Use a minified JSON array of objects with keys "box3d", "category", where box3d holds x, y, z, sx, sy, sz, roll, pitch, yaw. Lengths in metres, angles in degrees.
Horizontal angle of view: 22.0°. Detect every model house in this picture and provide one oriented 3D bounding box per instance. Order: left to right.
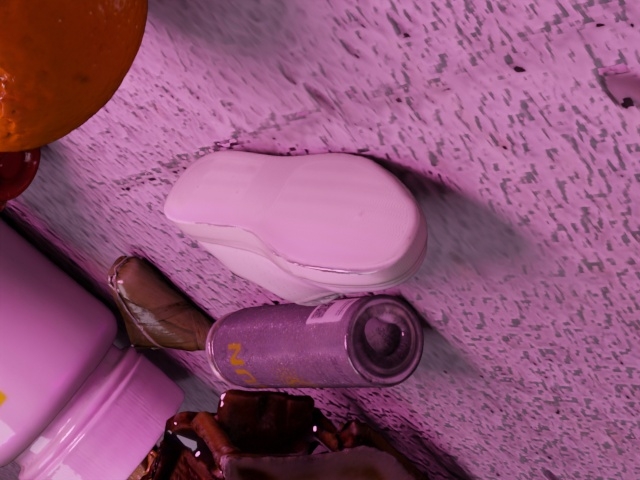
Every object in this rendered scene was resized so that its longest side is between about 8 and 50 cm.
[{"box3d":[-0.005,0.263,1.570,0.282,0.317,0.297,-156,67,-63],"category":"model house"}]

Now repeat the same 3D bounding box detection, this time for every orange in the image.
[{"box3d":[-0.212,-0.162,1.040,0.219,0.193,0.219,19,130,25],"category":"orange"}]

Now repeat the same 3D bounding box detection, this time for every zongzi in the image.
[{"box3d":[-0.140,0.063,1.550,0.113,0.052,0.104,8,139,27],"category":"zongzi"}]

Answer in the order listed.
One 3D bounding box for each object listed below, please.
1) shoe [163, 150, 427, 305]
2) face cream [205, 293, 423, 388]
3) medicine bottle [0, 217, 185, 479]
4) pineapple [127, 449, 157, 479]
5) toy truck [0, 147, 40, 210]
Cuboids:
[{"box3d":[0.000,0.000,1.180,0.265,0.095,0.110,18,156,49],"category":"shoe"},{"box3d":[-0.018,0.088,1.380,0.073,0.073,0.283,46,156,-19],"category":"face cream"},{"box3d":[-0.340,0.104,1.696,0.379,0.213,0.213,40,157,-8],"category":"medicine bottle"},{"box3d":[-0.265,0.273,2.118,0.221,0.047,0.221,30,155,16],"category":"pineapple"},{"box3d":[-0.386,-0.064,1.410,0.189,0.239,0.265,25,154,26],"category":"toy truck"}]
